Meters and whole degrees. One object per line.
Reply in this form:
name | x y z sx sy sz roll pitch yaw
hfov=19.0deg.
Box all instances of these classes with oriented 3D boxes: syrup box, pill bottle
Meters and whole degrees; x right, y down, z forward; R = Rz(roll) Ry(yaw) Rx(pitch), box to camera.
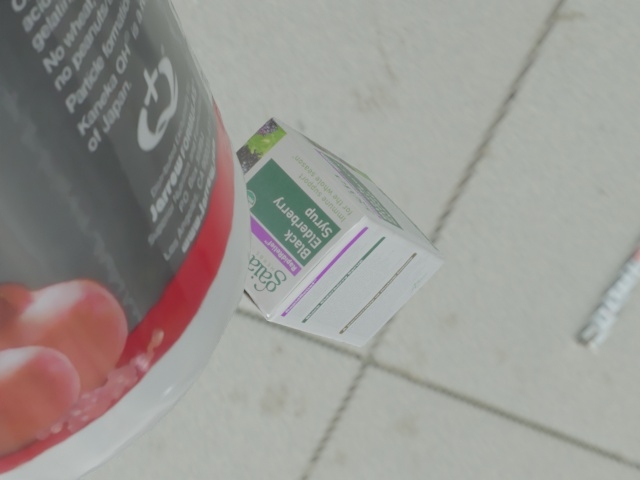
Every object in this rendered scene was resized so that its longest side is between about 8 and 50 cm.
syrup box | 0.000 0.000 1.291 0.096 0.237 0.093 -46 73 5
pill bottle | -0.141 -0.080 0.455 0.176 0.176 0.318 -27 138 -4
